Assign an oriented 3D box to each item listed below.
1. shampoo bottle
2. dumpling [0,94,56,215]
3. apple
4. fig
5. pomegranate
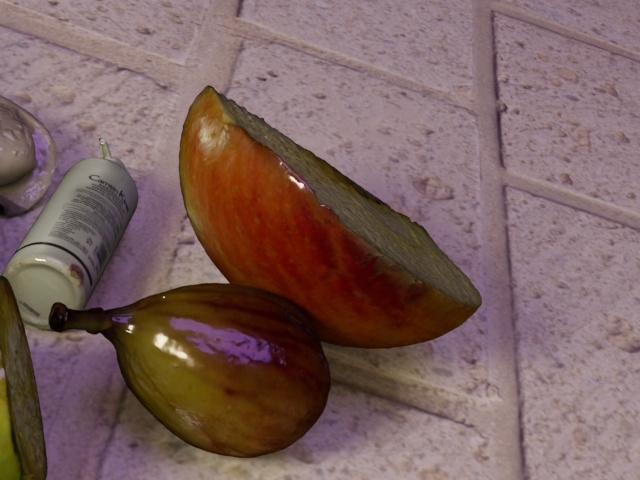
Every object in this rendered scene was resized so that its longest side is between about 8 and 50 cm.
[{"bbox_3d":[-0.245,-0.014,1.401,0.085,0.085,0.262,21,31,-3],"label":"shampoo bottle"},{"bbox_3d":[-0.368,-0.108,1.455,0.176,0.092,0.150,27,35,5],"label":"dumpling"},{"bbox_3d":[0.000,0.000,1.364,0.346,0.254,0.179,35,56,-27],"label":"apple"},{"bbox_3d":[-0.123,0.103,1.232,0.274,0.145,0.170,20,28,-32],"label":"fig"},{"bbox_3d":[-0.310,0.112,1.093,0.159,0.190,0.241,-9,39,-3],"label":"pomegranate"}]
